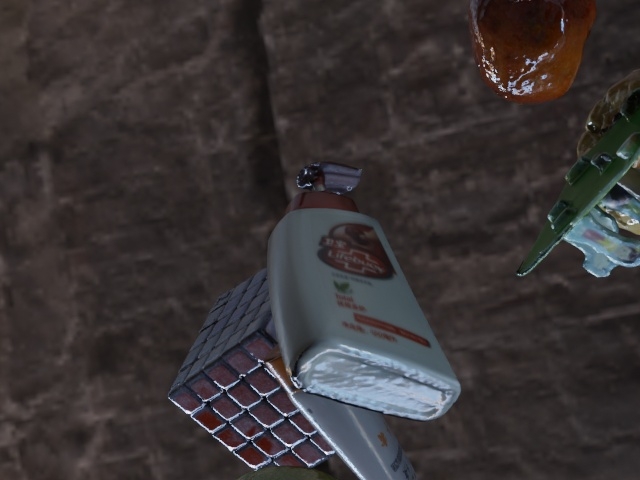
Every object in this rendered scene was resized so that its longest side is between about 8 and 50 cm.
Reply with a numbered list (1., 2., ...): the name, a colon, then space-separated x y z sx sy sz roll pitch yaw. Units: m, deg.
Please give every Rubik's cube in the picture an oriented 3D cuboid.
1. Rubik's cube: -0.043 0.184 2.064 0.237 0.238 0.237 -34 -162 36

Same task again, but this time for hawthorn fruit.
1. hawthorn fruit: 0.261 -0.258 1.698 0.174 0.179 0.173 -9 -176 1

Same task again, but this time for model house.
1. model house: 0.418 -0.025 1.388 0.242 0.313 0.357 -50 177 -46

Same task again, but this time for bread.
1. bread: 0.455 -0.132 1.934 0.134 0.244 0.244 27 158 -23

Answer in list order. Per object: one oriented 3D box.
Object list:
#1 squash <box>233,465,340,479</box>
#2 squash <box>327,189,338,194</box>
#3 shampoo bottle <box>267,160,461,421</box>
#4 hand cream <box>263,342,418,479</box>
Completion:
1. squash: 0.001 0.314 1.280 0.189 0.189 0.260 -9 -171 -13
2. squash: 0.000 0.000 1.406 0.052 0.052 0.183 -9 157 -9
3. shampoo bottle: 0.022 0.023 1.212 0.153 0.284 0.071 16 128 -26
4. hand cream: 0.047 0.257 1.816 0.089 0.314 0.139 -33 -167 13
